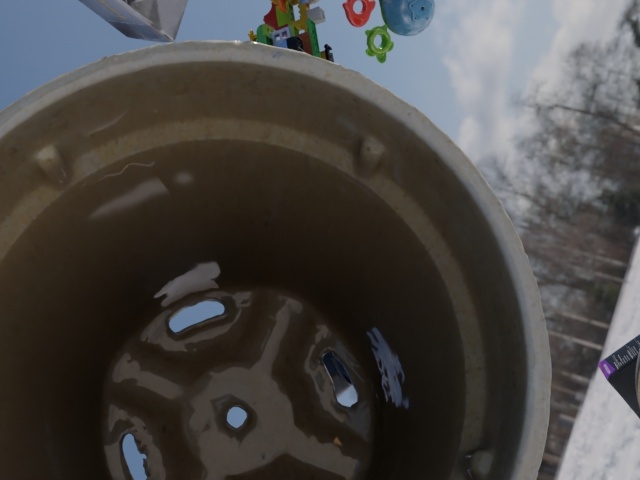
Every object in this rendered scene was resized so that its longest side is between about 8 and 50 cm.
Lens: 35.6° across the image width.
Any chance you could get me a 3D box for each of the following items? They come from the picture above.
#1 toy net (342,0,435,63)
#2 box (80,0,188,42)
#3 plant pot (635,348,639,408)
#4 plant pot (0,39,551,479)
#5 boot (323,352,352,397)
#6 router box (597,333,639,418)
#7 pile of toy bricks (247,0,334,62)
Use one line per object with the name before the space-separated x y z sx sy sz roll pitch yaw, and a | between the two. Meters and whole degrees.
toy net | 0.055 -0.329 1.148 0.122 0.045 0.232 -33 -64 -13
box | -0.153 -0.304 0.805 0.183 0.056 0.231 34 -110 -59
plant pot | 0.376 0.083 0.886 0.032 0.236 0.236 -124 34 -54
plant pot | -0.060 0.097 0.623 0.305 0.333 0.334 98 -166 -73
boot | 0.039 0.179 1.260 0.094 0.246 0.207 -24 -18 -49
router box | 0.417 0.169 1.107 0.133 0.179 0.046 -38 13 12
pile of toy bricks | -0.051 -0.227 1.238 0.118 0.105 0.212 27 -129 -61
